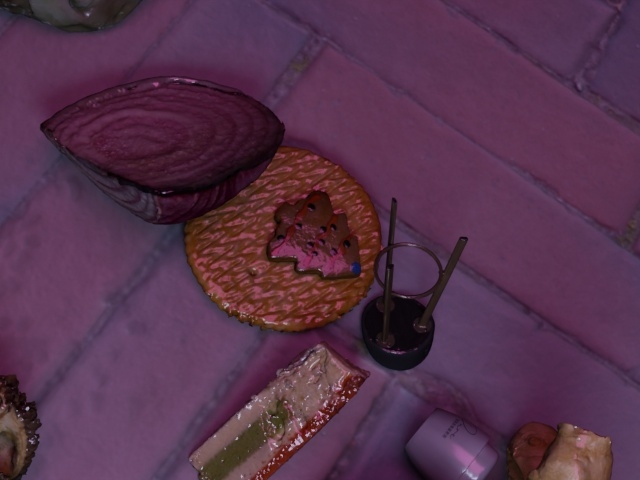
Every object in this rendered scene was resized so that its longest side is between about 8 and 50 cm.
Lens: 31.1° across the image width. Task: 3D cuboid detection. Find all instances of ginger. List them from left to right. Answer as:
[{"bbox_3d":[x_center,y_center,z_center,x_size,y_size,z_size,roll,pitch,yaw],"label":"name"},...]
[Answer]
[{"bbox_3d":[0.261,0.359,1.219,0.122,0.348,0.363,-5,75,12],"label":"ginger"}]

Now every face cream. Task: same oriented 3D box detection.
[{"bbox_3d":[0.154,0.252,1.356,0.095,0.091,0.091,39,65,11],"label":"face cream"}]

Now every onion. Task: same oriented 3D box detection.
[{"bbox_3d":[-0.174,-0.098,1.385,0.247,0.111,0.250,-28,44,-36],"label":"onion"}]

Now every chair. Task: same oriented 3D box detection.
[{"bbox_3d":[0.098,0.056,1.369,0.104,0.221,0.095,-16,51,-17],"label":"chair"}]

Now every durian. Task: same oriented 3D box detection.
[{"bbox_3d":[-0.390,0.217,1.196,0.196,0.196,0.167,-35,113,-23],"label":"durian"}]

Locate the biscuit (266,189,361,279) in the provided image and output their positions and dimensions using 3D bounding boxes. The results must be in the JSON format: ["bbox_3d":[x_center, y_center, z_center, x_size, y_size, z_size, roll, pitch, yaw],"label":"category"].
[{"bbox_3d":[0.000,0.000,1.411,0.130,0.019,0.119,37,66,1],"label":"biscuit"}]

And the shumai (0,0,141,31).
[{"bbox_3d":[-0.322,-0.412,1.362,0.309,0.263,0.304,-26,93,-10],"label":"shumai"}]

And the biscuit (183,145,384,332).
[{"bbox_3d":[-0.045,-0.004,1.432,0.254,0.035,0.254,4,70,-12],"label":"biscuit"}]

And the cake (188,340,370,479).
[{"bbox_3d":[-0.042,0.206,1.352,0.220,0.117,0.086,-45,82,9],"label":"cake"}]
